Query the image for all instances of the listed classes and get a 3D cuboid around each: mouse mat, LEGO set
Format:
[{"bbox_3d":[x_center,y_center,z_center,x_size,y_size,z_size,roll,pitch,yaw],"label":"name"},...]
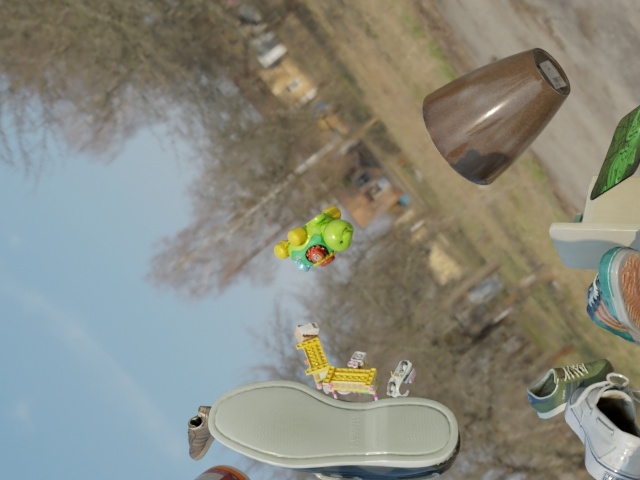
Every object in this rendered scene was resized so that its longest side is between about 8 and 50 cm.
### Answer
[{"bbox_3d":[0.535,-0.167,1.718,0.007,0.189,0.152,28,157,-6],"label":"mouse mat"},{"bbox_3d":[0.041,0.261,1.875,0.287,0.132,0.107,17,135,40],"label":"LEGO set"}]

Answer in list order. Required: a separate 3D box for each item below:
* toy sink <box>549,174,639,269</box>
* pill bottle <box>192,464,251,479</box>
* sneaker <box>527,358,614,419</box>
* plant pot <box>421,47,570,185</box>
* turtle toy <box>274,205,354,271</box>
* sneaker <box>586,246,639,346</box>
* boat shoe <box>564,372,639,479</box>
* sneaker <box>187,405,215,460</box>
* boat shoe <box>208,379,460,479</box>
[{"bbox_3d":[0.575,-0.034,1.876,0.234,0.131,0.153,1,148,31],"label":"toy sink"},{"bbox_3d":[-0.200,0.458,1.594,0.121,0.121,0.221,52,-154,7],"label":"pill bottle"},{"bbox_3d":[0.525,0.298,2.090,0.086,0.192,0.064,49,-170,-25],"label":"sneaker"},{"bbox_3d":[0.350,-0.254,1.865,0.215,0.230,0.215,28,-136,-31],"label":"plant pot"},{"bbox_3d":[0.000,0.000,1.384,0.066,0.095,0.130,55,146,4],"label":"turtle toy"},{"bbox_3d":[0.490,0.094,1.639,0.121,0.108,0.302,20,162,36],"label":"sneaker"},{"bbox_3d":[0.557,0.326,1.875,0.136,0.156,0.367,21,-165,5],"label":"boat shoe"},{"bbox_3d":[-0.265,0.420,2.184,0.071,0.188,0.066,28,-139,-9],"label":"sneaker"},{"bbox_3d":[0.016,0.242,1.193,0.091,0.303,0.114,78,-157,-55],"label":"boat shoe"}]
